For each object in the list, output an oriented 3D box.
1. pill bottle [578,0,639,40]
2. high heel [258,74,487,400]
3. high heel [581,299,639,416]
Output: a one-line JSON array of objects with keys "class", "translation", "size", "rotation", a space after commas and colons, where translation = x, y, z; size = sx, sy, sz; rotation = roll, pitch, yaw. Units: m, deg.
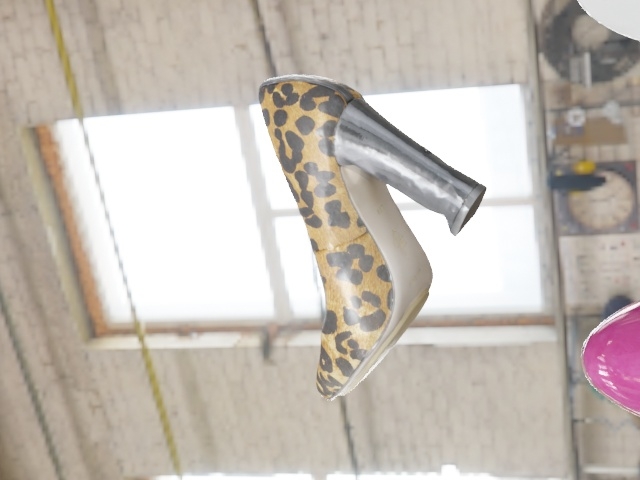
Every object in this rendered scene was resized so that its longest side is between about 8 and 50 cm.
[{"class": "pill bottle", "translation": [0.283, -0.308, 0.866], "size": [0.176, 0.176, 0.318], "rotation": [60, -136, -58]}, {"class": "high heel", "translation": [0.000, 0.000, 0.930], "size": [0.093, 0.186, 0.261], "rotation": [-41, -18, -51]}, {"class": "high heel", "translation": [0.264, 0.054, 0.613], "size": [0.117, 0.244, 0.082], "rotation": [140, 133, -68]}]
